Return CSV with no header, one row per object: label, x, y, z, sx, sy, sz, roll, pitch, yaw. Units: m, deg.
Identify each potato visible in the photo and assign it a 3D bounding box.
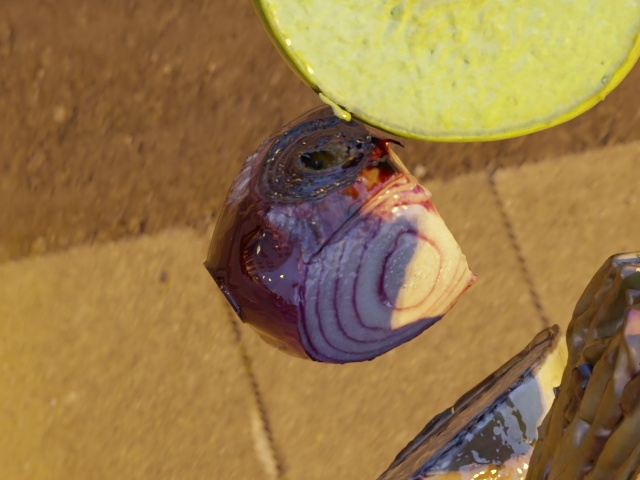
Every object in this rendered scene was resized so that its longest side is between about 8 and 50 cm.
potato,0.203,0.276,1.829,0.296,0.290,0.397,47,40,1

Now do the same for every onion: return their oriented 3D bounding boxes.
onion,-0.003,-0.002,1.822,0.206,0.216,0.207,-37,43,-5

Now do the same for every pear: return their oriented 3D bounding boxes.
pear,0.095,-0.245,1.675,0.342,0.238,0.318,11,32,-8

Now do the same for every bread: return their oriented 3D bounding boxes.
bread,0.300,0.123,1.425,0.370,0.314,0.191,-13,46,-33
